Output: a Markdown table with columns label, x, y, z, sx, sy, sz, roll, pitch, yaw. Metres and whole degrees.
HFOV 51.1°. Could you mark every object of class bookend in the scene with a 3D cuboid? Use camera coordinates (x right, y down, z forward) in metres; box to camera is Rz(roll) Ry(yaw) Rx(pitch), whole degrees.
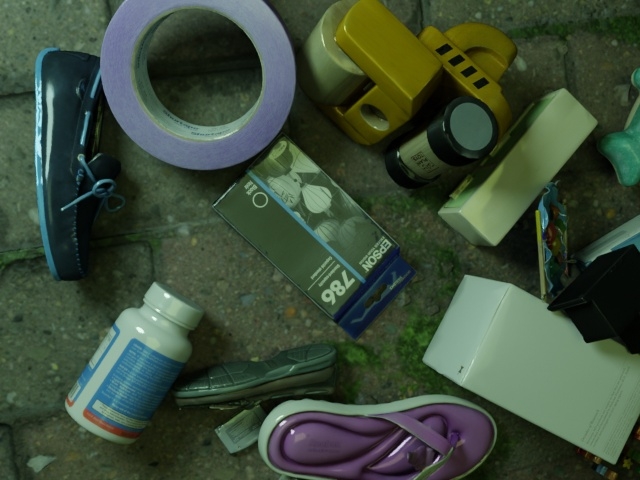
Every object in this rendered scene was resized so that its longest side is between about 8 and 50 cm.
| label | x | y | z | sx | sy | sz | roll | pitch | yaw |
| --- | --- | --- | --- | --- | --- | --- | --- | --- | --- |
| bookend | 0.447 | 0.114 | 0.998 | 0.156 | 0.072 | 0.157 | -35 | 90 | -31 |

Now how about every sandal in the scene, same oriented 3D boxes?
| label | x | y | z | sx | sy | sz | roll | pitch | yaw |
| --- | --- | --- | --- | --- | --- | --- | --- | --- | --- |
| sandal | 0.108 | 0.342 | 1.068 | 0.417 | 0.102 | 0.169 | 4 | 101 | -18 |

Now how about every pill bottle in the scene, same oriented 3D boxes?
| label | x | y | z | sx | sy | sz | roll | pitch | yaw |
| --- | --- | --- | --- | --- | --- | --- | --- | --- | --- |
| pill bottle | -0.270 | 0.179 | 1.003 | 0.124 | 0.124 | 0.221 | 34 | 86 | -10 |

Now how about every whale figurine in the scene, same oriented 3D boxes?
| label | x | y | z | sx | sy | sz | roll | pitch | yaw |
| --- | --- | --- | --- | --- | --- | --- | --- | --- | --- |
| whale figurine | 0.611 | -0.208 | 1.143 | 0.272 | 0.141 | 0.216 | -36 | 98 | -7 |

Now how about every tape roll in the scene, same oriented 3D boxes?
| label | x | y | z | sx | sy | sz | roll | pitch | yaw |
| --- | --- | --- | --- | --- | --- | --- | --- | --- | --- |
| tape roll | -0.172 | -0.246 | 0.978 | 0.275 | 0.090 | 0.274 | 0 | 112 | -1 |

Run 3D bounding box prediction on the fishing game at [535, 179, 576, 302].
| label | x | y | z | sx | sy | sz | roll | pitch | yaw |
| --- | --- | --- | --- | --- | --- | --- | --- | --- | --- |
| fishing game | 0.382 | -0.003 | 1.068 | 0.041 | 0.264 | 0.189 | -2 | 92 | 28 |

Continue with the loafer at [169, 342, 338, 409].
| label | x | y | z | sx | sy | sz | roll | pitch | yaw |
| --- | --- | --- | --- | --- | --- | --- | --- | --- | --- |
| loafer | -0.097 | 0.235 | 1.055 | 0.268 | 0.096 | 0.084 | -11 | 104 | -13 |

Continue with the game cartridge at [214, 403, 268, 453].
| label | x | y | z | sx | sy | sz | roll | pitch | yaw |
| --- | --- | --- | --- | --- | --- | --- | --- | --- | --- |
| game cartridge | -0.123 | 0.305 | 1.089 | 0.083 | 0.017 | 0.056 | -34 | 94 | -8 |

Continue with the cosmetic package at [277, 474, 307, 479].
| label | x | y | z | sx | sy | sz | roll | pitch | yaw |
| --- | --- | --- | --- | --- | --- | --- | --- | --- | --- |
| cosmetic package | 0.033 | 0.513 | 1.055 | 0.296 | 0.153 | 0.129 | 41 | 84 | -8 |

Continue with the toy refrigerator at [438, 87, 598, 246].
| label | x | y | z | sx | sy | sz | roll | pitch | yaw |
| --- | --- | --- | --- | --- | --- | --- | --- | --- | --- |
| toy refrigerator | 0.322 | -0.122 | 1.114 | 0.094 | 0.102 | 0.269 | 41 | 85 | -9 |

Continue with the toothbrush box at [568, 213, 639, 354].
| label | x | y | z | sx | sy | sz | roll | pitch | yaw |
| --- | --- | --- | --- | --- | --- | --- | --- | --- | --- |
| toothbrush box | 0.599 | 0.099 | 1.116 | 0.216 | 0.126 | 0.295 | -34 | 89 | 9 |

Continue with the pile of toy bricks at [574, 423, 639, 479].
| label | x | y | z | sx | sy | sz | roll | pitch | yaw |
| --- | --- | --- | --- | --- | --- | --- | --- | --- | --- |
| pile of toy bricks | 0.564 | 0.383 | 1.170 | 0.212 | 0.105 | 0.118 | 29 | 87 | -10 |

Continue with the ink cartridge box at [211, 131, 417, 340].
| label | x | y | z | sx | sy | sz | roll | pitch | yaw |
| --- | --- | --- | --- | --- | --- | --- | --- | --- | --- |
| ink cartridge box | 0.000 | 0.000 | 1.079 | 0.333 | 0.065 | 0.165 | 43 | 84 | -10 |

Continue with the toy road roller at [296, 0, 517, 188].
| label | x | y | z | sx | sy | sz | roll | pitch | yaw |
| --- | --- | --- | --- | --- | --- | --- | --- | --- | --- |
| toy road roller | 0.150 | -0.257 | 1.038 | 0.329 | 0.202 | 0.240 | 40 | 70 | -9 |

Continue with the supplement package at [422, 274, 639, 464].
| label | x | y | z | sx | sy | sz | roll | pitch | yaw |
| --- | --- | --- | --- | --- | --- | --- | --- | --- | --- |
| supplement package | 0.351 | 0.200 | 1.089 | 0.293 | 0.177 | 0.175 | 28 | 87 | -11 |

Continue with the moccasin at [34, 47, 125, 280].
| label | x | y | z | sx | sy | sz | roll | pitch | yaw |
| --- | --- | --- | --- | --- | --- | --- | --- | --- | --- |
| moccasin | -0.348 | -0.112 | 0.976 | 0.117 | 0.138 | 0.341 | -2 | 93 | -15 |
